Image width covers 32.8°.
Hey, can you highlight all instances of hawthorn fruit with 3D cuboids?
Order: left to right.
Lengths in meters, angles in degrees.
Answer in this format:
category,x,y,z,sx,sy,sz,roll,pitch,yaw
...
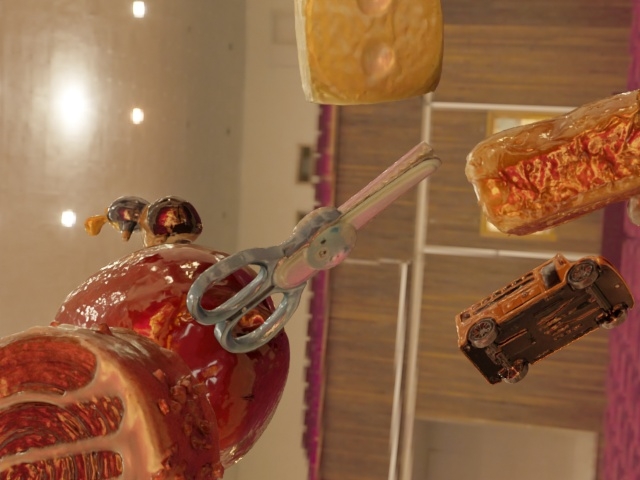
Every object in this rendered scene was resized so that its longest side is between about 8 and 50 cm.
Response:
category,x,y,z,sx,sy,sz,roll,pitch,yaw
hawthorn fruit,-0.179,0.137,1.288,0.311,0.295,0.295,107,-178,-46

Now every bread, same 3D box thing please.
category,x,y,z,sx,sy,sz,roll,pitch,yaw
bread,-0.134,0.121,0.592,0.073,0.160,0.160,24,-109,-68
bread,0.388,-0.119,1.574,0.195,0.344,0.149,10,-116,-65

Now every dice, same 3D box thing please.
category,x,y,z,sx,sy,sz,roll,pitch,yaw
dice,0.057,-0.262,1.350,0.166,0.169,0.169,-108,14,-74

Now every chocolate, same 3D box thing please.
category,x,y,z,sx,sy,sz,roll,pitch,yaw
chocolate,0.433,-0.028,1.356,0.064,0.100,0.031,66,-145,-66

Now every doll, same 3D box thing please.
category,x,y,z,sx,sy,sz,roll,pitch,yaw
doll,-0.242,-0.020,1.544,0.102,0.179,0.089,-38,-57,-56

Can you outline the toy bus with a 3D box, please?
category,x,y,z,sx,sy,sz,roll,pitch,yaw
toy bus,0.253,0.080,1.242,0.083,0.194,0.088,49,-162,-28

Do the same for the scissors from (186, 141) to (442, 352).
category,x,y,z,sx,sy,sz,roll,pitch,yaw
scissors,0.000,0.000,0.961,0.256,0.030,0.125,-39,-35,-2
